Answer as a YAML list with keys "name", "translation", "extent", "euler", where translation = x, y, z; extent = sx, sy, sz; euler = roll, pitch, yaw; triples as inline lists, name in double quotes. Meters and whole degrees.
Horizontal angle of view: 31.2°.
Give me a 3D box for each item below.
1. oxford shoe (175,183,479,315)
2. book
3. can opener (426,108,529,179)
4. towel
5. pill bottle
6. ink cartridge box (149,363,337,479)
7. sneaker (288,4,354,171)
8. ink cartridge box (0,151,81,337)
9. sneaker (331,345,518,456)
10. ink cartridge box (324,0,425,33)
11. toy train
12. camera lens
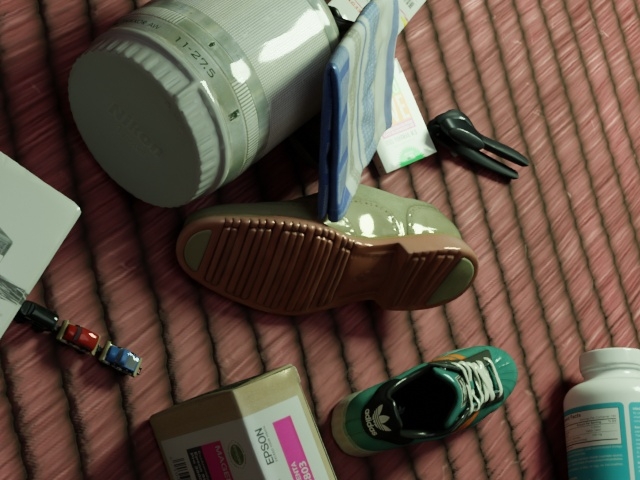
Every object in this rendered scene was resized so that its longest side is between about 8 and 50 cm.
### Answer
- name: "oxford shoe"
  translation: [0.000, 0.000, 1.432]
  extent: [0.397, 0.140, 0.146]
  euler: [8, 39, -28]
- name: "book"
  translation: [0.092, -0.171, 1.593]
  extent: [0.096, 0.035, 0.144]
  euler: [-25, 91, -34]
- name: "can opener"
  translation: [0.228, -0.133, 1.662]
  extent: [0.186, 0.059, 0.073]
  euler: [26, 33, -36]
- name: "towel"
  translation: [0.050, -0.172, 1.396]
  extent: [0.285, 0.034, 0.209]
  euler: [-61, 157, -56]
- name: "pill bottle"
  translation: [0.415, 0.287, 1.587]
  extent: [0.146, 0.146, 0.264]
  euler: [13, 68, -32]
- name: "ink cartridge box"
  translation: [-0.070, 0.269, 1.223]
  extent: [0.088, 0.193, 0.234]
  euler: [-17, 84, -38]
- name: "sneaker"
  translation: [0.006, -0.205, 1.482]
  extent: [0.087, 0.130, 0.227]
  euler: [-3, 78, -34]
- name: "ink cartridge box"
  translation: [-0.367, 0.065, 1.080]
  extent: [0.114, 0.197, 0.273]
  euler: [39, 56, -18]
- name: "sneaker"
  translation: [0.163, 0.200, 1.455]
  extent: [0.302, 0.121, 0.108]
  euler: [-16, 84, -38]
- name: "ink cartridge box"
  translation: [0.063, -0.321, 1.602]
  extent: [0.104, 0.061, 0.181]
  euler: [46, 54, -13]
- name: "toy train"
  translation: [-0.259, 0.107, 1.244]
  extent: [0.158, 0.036, 0.027]
  euler: [31, 59, -23]
- name: "camera lens"
  translation: [-0.124, -0.190, 1.326]
  extent: [0.274, 0.219, 0.219]
  euler: [-42, 100, -37]
